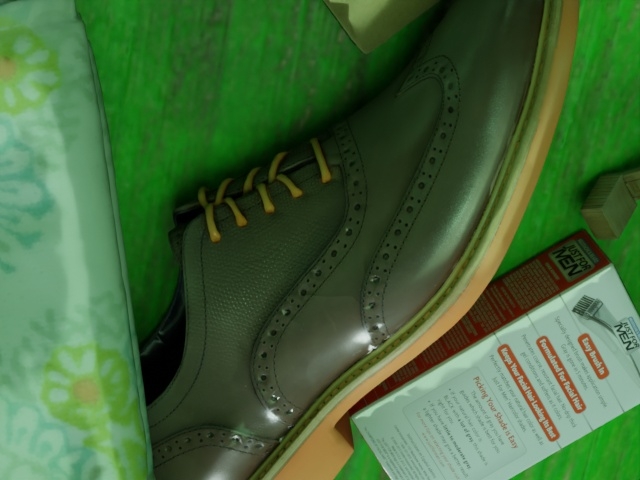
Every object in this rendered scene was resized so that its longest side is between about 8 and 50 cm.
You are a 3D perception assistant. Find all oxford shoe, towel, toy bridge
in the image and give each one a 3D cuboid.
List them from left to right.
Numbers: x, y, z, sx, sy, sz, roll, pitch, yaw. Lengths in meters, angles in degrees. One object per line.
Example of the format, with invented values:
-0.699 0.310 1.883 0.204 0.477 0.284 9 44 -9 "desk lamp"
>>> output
-0.245 0.075 0.830 0.320 0.090 0.375 -8 101 -5 "towel"
0.000 0.000 0.886 0.132 0.130 0.364 28 106 -17 "oxford shoe"
0.228 -0.035 0.910 0.026 0.188 0.063 54 52 -27 "toy bridge"

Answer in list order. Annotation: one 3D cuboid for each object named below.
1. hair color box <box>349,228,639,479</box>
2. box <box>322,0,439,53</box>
0.104 0.079 0.986 0.167 0.053 0.093 -30 117 4 "hair color box"
0.055 -0.212 0.855 0.201 0.021 0.164 -36 117 6 "box"
